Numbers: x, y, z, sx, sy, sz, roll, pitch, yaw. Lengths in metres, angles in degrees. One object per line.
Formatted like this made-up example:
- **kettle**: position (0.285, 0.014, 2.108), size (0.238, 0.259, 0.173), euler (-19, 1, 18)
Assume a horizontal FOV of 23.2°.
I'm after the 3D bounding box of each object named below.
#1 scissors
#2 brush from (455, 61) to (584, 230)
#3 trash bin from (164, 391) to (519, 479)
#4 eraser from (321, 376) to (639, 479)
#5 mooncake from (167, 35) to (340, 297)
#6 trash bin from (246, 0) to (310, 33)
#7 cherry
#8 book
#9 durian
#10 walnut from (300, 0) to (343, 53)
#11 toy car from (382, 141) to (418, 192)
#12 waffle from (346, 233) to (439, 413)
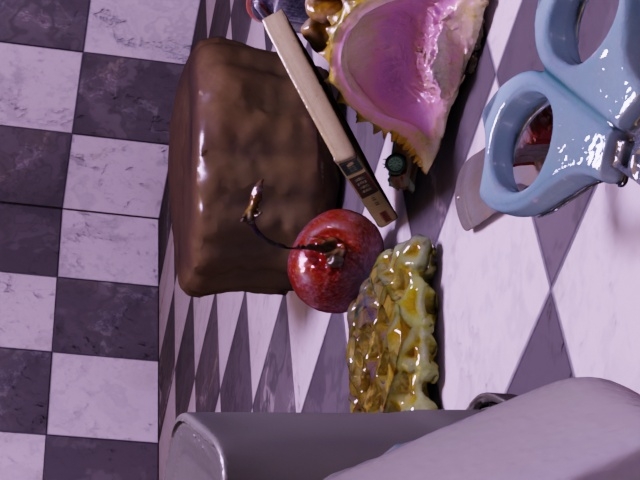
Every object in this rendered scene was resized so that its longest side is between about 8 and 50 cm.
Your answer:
- **scissors**: position (0.185, -0.049, 0.876), size (0.191, 0.029, 0.360), euler (-66, 28, 18)
- **brush**: position (0.141, -0.066, 1.151), size (0.321, 0.050, 0.060), euler (135, 136, -74)
- **trash bin**: position (0.026, 0.211, 1.064), size (0.219, 0.250, 0.220), euler (-167, 83, -72)
- **eraser**: position (0.046, 0.235, 0.798), size (0.150, 0.331, 0.331), euler (-142, 58, -76)
- **mooncake**: position (-0.085, -0.087, 1.939), size (0.324, 0.187, 0.324), euler (-176, 90, -79)
- **trash bin**: position (0.011, -0.349, 1.673), size (0.239, 0.161, 0.184), euler (-91, 13, -47)
- **cherry**: position (0.000, 0.000, 1.534), size (0.090, 0.107, 0.225), euler (38, 172, 37)
- **book**: position (0.012, -0.110, 1.472), size (0.161, 0.026, 0.231), euler (63, -176, 17)
- **durian**: position (0.089, -0.177, 1.370), size (0.132, 0.165, 0.182), euler (34, 158, 32)
- **walnut**: position (0.055, -0.240, 1.465), size (0.170, 0.069, 0.143), euler (-41, -23, -30)
- **toy car**: position (0.082, -0.107, 1.480), size (0.059, 0.035, 0.122), euler (-48, -32, -86)
- **waffle**: position (0.059, 0.112, 1.439), size (0.204, 0.054, 0.223), euler (118, 155, -63)
